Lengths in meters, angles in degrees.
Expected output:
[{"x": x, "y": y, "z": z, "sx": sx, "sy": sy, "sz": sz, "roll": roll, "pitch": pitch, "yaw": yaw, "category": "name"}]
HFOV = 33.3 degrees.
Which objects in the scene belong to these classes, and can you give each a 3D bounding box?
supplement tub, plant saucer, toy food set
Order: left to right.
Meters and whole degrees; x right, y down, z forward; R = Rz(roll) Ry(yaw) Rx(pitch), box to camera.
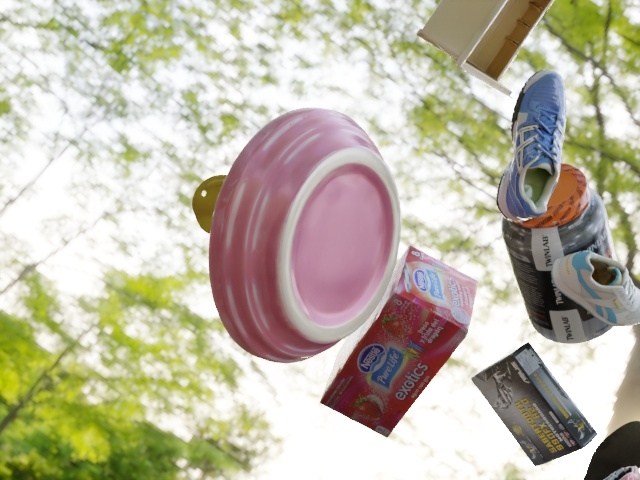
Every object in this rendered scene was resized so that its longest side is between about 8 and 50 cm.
[{"x": -0.152, "y": -0.055, "z": 2.181, "sx": 0.218, "sy": 0.128, "sz": 0.071, "roll": 19, "pitch": 0, "yaw": 7, "category": "toy food set"}, {"x": 0.000, "y": 0.000, "z": 1.355, "sx": 0.084, "sy": 0.332, "sz": 0.332, "roll": 14, "pitch": -28, "yaw": 38, "category": "plant saucer"}, {"x": 0.479, "y": 0.025, "z": 2.124, "sx": 0.207, "sy": 0.207, "sz": 0.338, "roll": 15, "pitch": -38, "yaw": 41, "category": "supplement tub"}]

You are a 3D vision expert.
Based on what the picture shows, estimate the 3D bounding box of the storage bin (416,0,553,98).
[{"x": 0.345, "y": -0.423, "z": 1.964, "sx": 0.123, "sy": 0.262, "sz": 0.260, "roll": 41, "pitch": 15, "yaw": 31, "category": "storage bin"}]

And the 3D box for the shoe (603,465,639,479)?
[{"x": 0.324, "y": 0.317, "z": 1.197, "sx": 0.063, "sy": 0.178, "sz": 0.081, "roll": -31, "pitch": -99, "yaw": 41, "category": "shoe"}]

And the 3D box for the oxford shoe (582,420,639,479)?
[{"x": 0.493, "y": 0.393, "z": 1.816, "sx": 0.076, "sy": 0.212, "sz": 0.076, "roll": 38, "pitch": 13, "yaw": 25, "category": "oxford shoe"}]

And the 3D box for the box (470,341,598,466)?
[{"x": 0.431, "y": 0.336, "z": 2.178, "sx": 0.231, "sy": 0.056, "sz": 0.183, "roll": 54, "pitch": -31, "yaw": 7, "category": "box"}]

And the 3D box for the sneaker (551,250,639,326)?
[{"x": 0.530, "y": 0.091, "z": 1.945, "sx": 0.228, "sy": 0.087, "sz": 0.092, "roll": 25, "pitch": -29, "yaw": -26, "category": "sneaker"}]

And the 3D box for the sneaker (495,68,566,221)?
[{"x": 0.300, "y": -0.126, "z": 1.445, "sx": 0.080, "sy": 0.211, "sz": 0.081, "roll": 7, "pitch": 5, "yaw": -15, "category": "sneaker"}]

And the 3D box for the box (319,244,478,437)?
[{"x": 0.114, "y": 0.152, "z": 1.580, "sx": 0.122, "sy": 0.128, "sz": 0.257, "roll": 28, "pitch": -54, "yaw": -3, "category": "box"}]
